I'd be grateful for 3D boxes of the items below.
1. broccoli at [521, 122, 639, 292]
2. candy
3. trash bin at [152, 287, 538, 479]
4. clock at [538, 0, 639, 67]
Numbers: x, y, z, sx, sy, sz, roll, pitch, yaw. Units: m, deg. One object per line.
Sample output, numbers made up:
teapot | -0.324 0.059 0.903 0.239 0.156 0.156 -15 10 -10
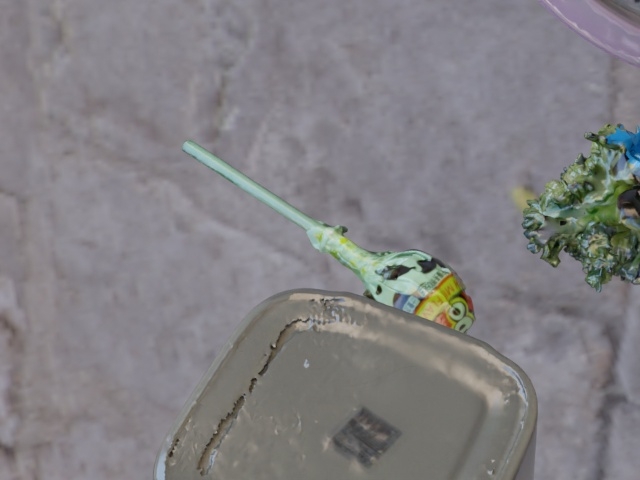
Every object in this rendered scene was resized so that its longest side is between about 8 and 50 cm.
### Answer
broccoli | 0.264 -0.030 1.467 0.167 0.160 0.154 15 87 -1
candy | 0.000 0.000 1.477 0.305 0.083 0.091 33 146 16
trash bin | 0.015 0.175 0.920 0.220 0.219 0.250 19 140 16
clock | 0.270 -0.279 1.172 0.102 0.338 0.338 -112 37 -55
